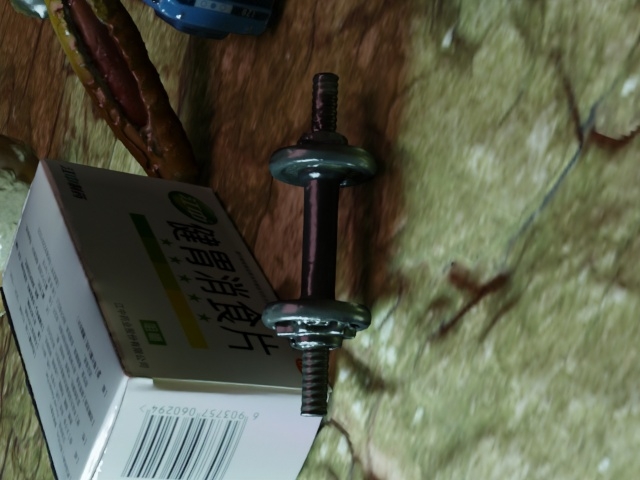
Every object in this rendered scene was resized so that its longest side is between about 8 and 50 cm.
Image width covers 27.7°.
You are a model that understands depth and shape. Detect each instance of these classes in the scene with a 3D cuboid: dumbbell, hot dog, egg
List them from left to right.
[{"bbox_3d":[-0.416,-0.016,1.557,0.203,0.203,0.245,39,117,57],"label":"egg"},{"bbox_3d":[-0.194,-0.173,1.223,0.289,0.068,0.083,60,-170,-3],"label":"hot dog"},{"bbox_3d":[0.000,0.000,0.940,0.081,0.082,0.254,-18,67,58],"label":"dumbbell"}]

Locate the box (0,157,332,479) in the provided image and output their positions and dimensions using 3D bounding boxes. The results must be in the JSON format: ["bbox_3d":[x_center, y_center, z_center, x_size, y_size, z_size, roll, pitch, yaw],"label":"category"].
[{"bbox_3d":[-0.143,0.076,1.078,0.145,0.173,0.333,-65,33,23],"label":"box"}]

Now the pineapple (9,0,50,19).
[{"bbox_3d":[-0.357,-0.366,1.657,0.108,0.108,0.197,-59,27,34],"label":"pineapple"}]

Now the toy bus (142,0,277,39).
[{"bbox_3d":[-0.117,-0.266,1.186,0.234,0.116,0.133,42,119,59],"label":"toy bus"}]
